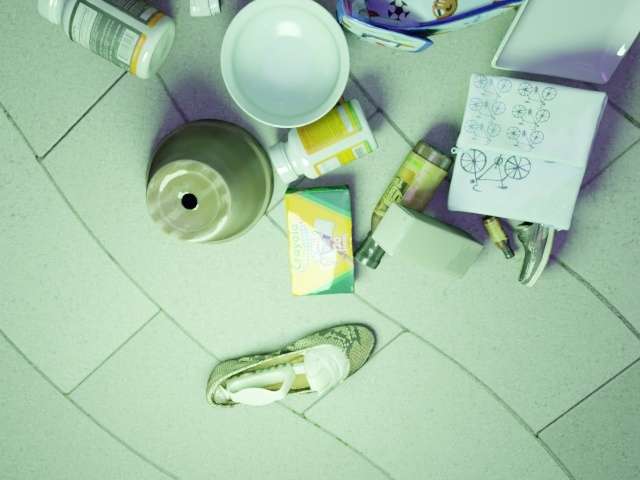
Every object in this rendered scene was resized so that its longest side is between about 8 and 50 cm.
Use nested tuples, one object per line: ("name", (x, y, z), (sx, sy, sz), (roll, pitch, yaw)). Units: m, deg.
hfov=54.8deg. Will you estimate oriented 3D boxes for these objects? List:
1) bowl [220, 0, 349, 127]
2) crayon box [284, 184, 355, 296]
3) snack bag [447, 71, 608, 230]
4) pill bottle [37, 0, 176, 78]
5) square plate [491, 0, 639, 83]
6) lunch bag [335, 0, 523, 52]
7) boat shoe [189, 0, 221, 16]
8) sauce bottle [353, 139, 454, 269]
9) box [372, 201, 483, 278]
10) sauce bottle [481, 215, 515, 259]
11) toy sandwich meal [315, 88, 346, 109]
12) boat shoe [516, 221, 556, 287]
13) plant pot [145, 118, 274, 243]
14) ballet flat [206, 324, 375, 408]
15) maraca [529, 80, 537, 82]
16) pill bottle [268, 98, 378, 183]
("bowl", (-0.079, -0.423, 1.467), (0.298, 0.134, 0.297), (1, 105, 2))
("crayon box", (0.000, 0.000, 1.606), (0.166, 0.081, 0.278), (-3, 105, 2))
("snack bag", (0.476, -0.203, 1.463), (0.323, 0.037, 0.342), (10, 108, 0))
("pill bottle", (-0.495, -0.510, 1.440), (0.279, 0.162, 0.162), (29, 104, -5))
("square plate", (0.585, -0.524, 1.366), (0.347, 0.049, 0.344), (1, 132, -22))
("lunch bag", (0.224, -0.538, 1.333), (0.386, 0.328, 0.238), (-16, 103, 4))
("boat shoe", (-0.293, -0.653, 1.431), (0.084, 0.095, 0.258), (-9, 104, -1))
("sauce bottle", (0.202, -0.084, 1.563), (0.111, 0.111, 0.344), (30, 102, -6))
("box", (0.268, 0.003, 1.527), (0.275, 0.094, 0.113), (20, 108, -38))
("sauce bottle", (0.468, -0.010, 1.614), (0.042, 0.042, 0.128), (-31, 105, 9))
("toy sandwich meal", (0.024, -0.344, 1.539), (0.086, 0.029, 0.085), (0, 105, 1))
("boat shoe", (0.548, -0.024, 1.582), (0.092, 0.103, 0.285), (15, 101, 3))
("plant pot", (-0.283, -0.120, 1.480), (0.323, 0.280, 0.323), (0, 105, 0))
("ballet flat", (-0.080, 0.363, 1.654), (0.483, 0.182, 0.164), (-16, 103, 5))
("maraca", (0.468, -0.313, 1.503), (0.186, 0.099, 0.127), (-21, 91, 15))
("pill bottle", (0.005, -0.235, 1.514), (0.246, 0.136, 0.136), (-24, 103, 8))
